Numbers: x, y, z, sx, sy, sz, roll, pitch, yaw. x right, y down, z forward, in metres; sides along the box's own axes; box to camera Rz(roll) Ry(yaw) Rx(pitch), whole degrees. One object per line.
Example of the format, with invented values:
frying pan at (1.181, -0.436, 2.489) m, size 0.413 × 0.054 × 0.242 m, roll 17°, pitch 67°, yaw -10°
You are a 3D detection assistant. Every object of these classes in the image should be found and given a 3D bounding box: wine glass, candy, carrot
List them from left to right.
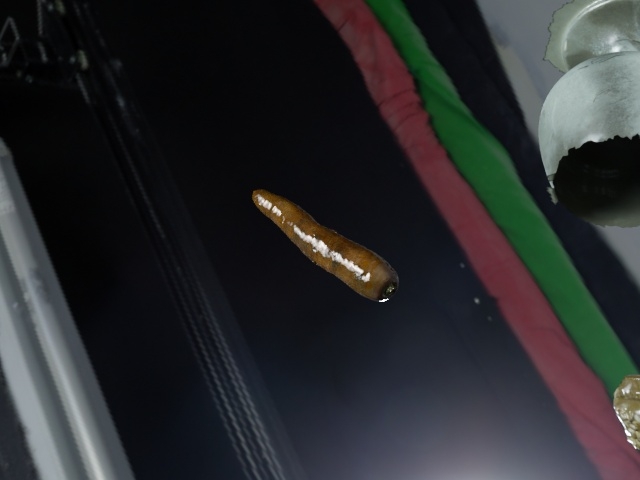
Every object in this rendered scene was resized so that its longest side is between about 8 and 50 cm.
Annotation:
carrot at (-0.001, 0.001, 0.664) m, size 0.165 × 0.036 × 0.035 m, roll 33°, pitch -150°, yaw 28°
wine glass at (0.426, -0.187, 1.129) m, size 0.238 × 0.238 × 0.323 m, roll 34°, pitch -133°, yaw -16°
candy at (0.486, 0.257, 1.175) m, size 0.110 × 0.085 × 0.095 m, roll 57°, pitch -131°, yaw -27°
